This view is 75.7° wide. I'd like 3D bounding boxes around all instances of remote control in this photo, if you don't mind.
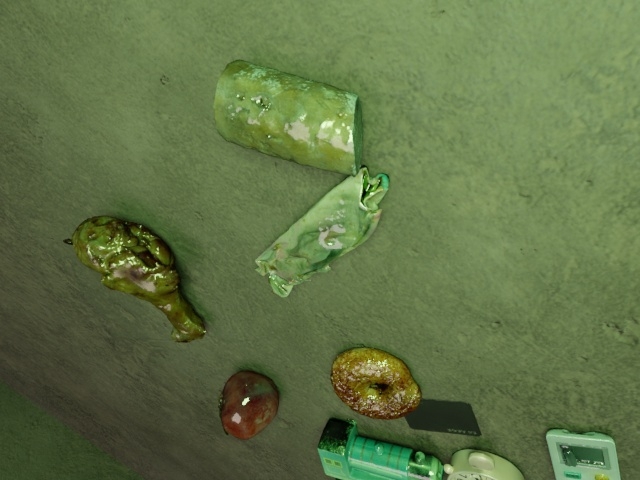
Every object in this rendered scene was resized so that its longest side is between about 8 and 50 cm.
[{"bbox_3d":[0.502,0.458,0.770,0.103,0.051,0.294,-9,117,31],"label":"remote control"}]

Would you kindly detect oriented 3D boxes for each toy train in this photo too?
[{"bbox_3d":[0.143,0.538,0.972,0.297,0.120,0.194,1,120,26],"label":"toy train"}]

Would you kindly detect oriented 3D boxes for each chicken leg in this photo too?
[{"bbox_3d":[-0.344,0.086,0.863,0.211,0.140,0.361,2,139,51],"label":"chicken leg"}]

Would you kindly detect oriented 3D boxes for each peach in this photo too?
[{"bbox_3d":[-0.181,0.391,1.011,0.151,0.152,0.152,14,130,17],"label":"peach"}]

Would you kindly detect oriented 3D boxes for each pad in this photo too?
[{"bbox_3d":[0.246,0.369,0.863,0.157,0.003,0.112,-10,120,32],"label":"pad"}]

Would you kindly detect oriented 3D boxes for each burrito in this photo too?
[{"bbox_3d":[-0.002,-0.003,0.658,0.096,0.066,0.309,44,129,-7],"label":"burrito"}]

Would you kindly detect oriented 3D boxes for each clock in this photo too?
[{"bbox_3d":[0.352,0.515,0.885,0.155,0.063,0.230,-1,122,31],"label":"clock"}]

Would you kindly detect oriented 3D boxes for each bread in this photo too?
[{"bbox_3d":[0.107,0.295,0.836,0.193,0.064,0.194,12,127,16],"label":"bread"}]

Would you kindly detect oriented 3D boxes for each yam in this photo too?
[{"bbox_3d":[-0.030,-0.155,0.530,0.193,0.107,0.107,19,131,12],"label":"yam"}]

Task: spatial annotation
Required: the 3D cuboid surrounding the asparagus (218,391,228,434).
[{"bbox_3d":[-0.287,0.513,1.228,0.034,0.027,0.236,14,130,10],"label":"asparagus"}]
